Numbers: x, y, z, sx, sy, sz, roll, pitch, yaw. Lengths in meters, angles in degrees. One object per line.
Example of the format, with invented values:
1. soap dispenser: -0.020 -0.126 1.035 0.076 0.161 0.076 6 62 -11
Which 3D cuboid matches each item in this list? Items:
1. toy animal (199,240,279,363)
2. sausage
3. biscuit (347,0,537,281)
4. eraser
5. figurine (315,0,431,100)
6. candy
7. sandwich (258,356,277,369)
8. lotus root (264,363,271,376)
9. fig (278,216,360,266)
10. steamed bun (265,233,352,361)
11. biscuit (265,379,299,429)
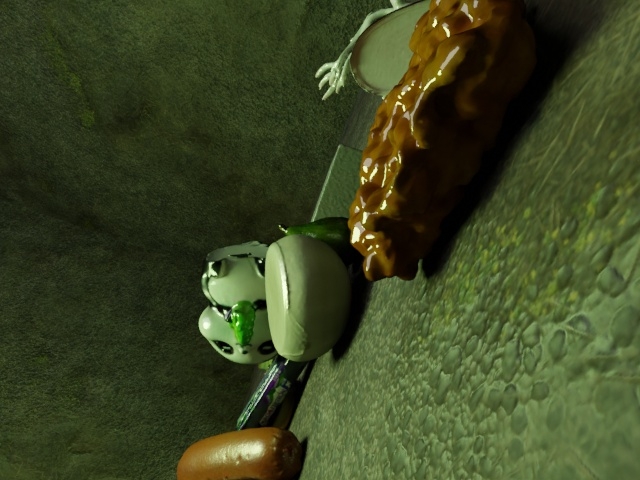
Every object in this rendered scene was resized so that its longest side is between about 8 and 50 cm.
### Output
1. toy animal: -0.162 0.143 1.050 0.212 0.212 0.267 -130 37 -83
2. sausage: -0.174 0.428 0.934 0.348 0.094 0.097 -24 35 35
3. biscuit: 0.127 -0.142 0.575 0.318 0.110 0.312 -80 9 -57
4. eraser: 0.034 -0.033 1.083 0.077 0.111 0.353 -99 29 -83
5. figurine: 0.121 -0.322 0.840 0.284 0.206 0.316 -55 9 31
6. candy: -0.097 0.324 1.104 0.312 0.061 0.088 -58 8 7
7. sandwich: -0.124 0.308 1.561 0.088 0.090 0.245 112 178 -65
8. lotus root: -0.130 0.406 1.361 0.204 0.077 0.183 -77 9 -60
9. fig: 0.000 0.000 0.989 0.117 0.177 0.117 4 -90 -89
10. steamed bun: -0.017 0.103 0.885 0.232 0.145 0.232 176 90 -74
11. biscuit: -0.098 0.408 1.175 0.170 0.050 0.170 -55 16 24
